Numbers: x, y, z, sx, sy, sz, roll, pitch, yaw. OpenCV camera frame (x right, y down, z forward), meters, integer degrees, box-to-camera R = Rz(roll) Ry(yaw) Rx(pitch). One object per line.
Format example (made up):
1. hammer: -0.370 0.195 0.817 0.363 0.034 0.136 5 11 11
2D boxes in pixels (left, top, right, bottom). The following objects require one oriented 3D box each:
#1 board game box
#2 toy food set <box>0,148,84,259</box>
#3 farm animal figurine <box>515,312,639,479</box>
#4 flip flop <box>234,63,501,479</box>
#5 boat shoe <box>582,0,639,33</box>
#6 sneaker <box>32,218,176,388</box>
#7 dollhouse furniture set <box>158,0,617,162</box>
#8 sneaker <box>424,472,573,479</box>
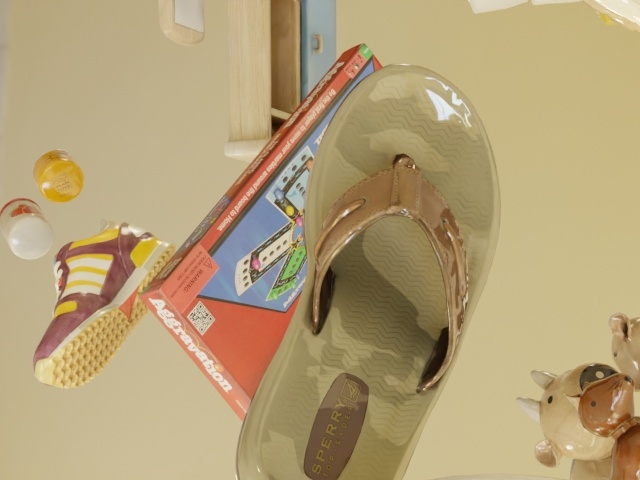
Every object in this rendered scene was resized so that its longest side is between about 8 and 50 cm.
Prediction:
1. board game box: 0.000 0.000 1.287 0.145 0.027 0.281 53 49 -18
2. toy food set: -0.323 -0.033 1.593 0.104 0.232 0.111 -134 -143 -62
3. farm animal figurine: 0.237 0.141 1.347 0.330 0.172 0.327 -42 146 -44
4. flip flop: 0.031 0.025 0.966 0.080 0.112 0.277 121 -9 -61
5. boat shoe: 0.196 -0.111 0.760 0.092 0.285 0.103 -64 172 29
6. sneaker: -0.196 0.050 1.531 0.185 0.084 0.069 -48 156 -47
7. dollhouse furniture set: 0.069 -0.170 1.419 0.286 0.303 0.198 11 77 -66
8. sneaker: 0.135 0.217 0.732 0.236 0.322 0.130 -59 166 -67
